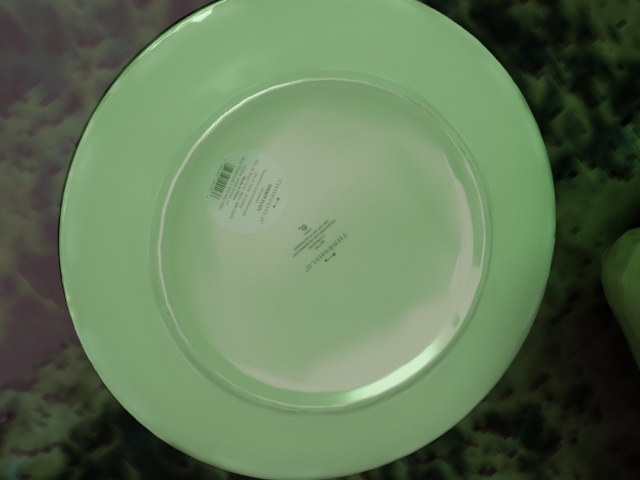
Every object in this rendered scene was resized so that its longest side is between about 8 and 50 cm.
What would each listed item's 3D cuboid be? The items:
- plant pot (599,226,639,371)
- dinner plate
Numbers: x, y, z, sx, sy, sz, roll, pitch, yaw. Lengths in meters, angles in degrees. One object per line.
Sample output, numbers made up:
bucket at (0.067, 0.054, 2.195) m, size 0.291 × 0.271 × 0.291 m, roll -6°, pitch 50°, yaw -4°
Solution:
plant pot at (0.236, 0.078, 0.466) m, size 0.334 × 0.334 × 0.305 m, roll -31°, pitch 95°, yaw -7°
dinner plate at (0.000, 0.000, 0.523) m, size 0.141 × 0.017 × 0.141 m, roll -2°, pitch 100°, yaw -13°
